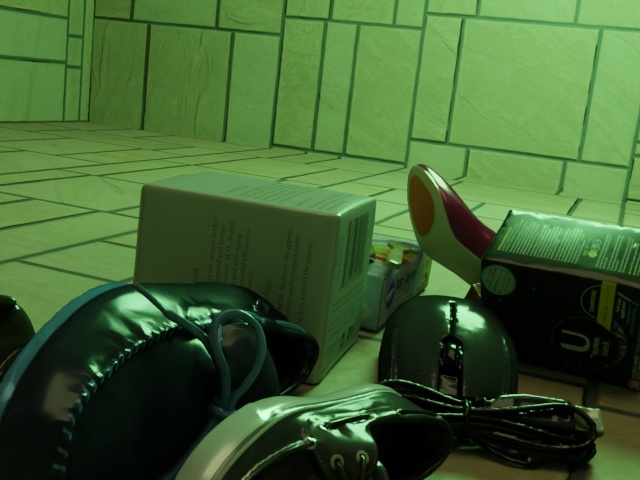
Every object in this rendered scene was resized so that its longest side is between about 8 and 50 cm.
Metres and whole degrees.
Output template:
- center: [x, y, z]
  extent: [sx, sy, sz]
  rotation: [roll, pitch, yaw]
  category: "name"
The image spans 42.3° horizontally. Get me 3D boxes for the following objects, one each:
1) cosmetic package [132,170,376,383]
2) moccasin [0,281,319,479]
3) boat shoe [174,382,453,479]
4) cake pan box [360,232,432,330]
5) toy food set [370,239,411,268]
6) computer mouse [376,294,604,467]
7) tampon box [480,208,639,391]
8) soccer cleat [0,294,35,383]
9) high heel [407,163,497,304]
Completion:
- center: [-0.059, 0.025, 0.780]
  extent: [0.184, 0.151, 0.151]
  rotation: [10, 11, 15]
  category: "cosmetic package"
- center: [-0.077, 0.082, 0.530]
  extent: [0.117, 0.137, 0.342]
  rotation: [13, 13, 12]
  category: "moccasin"
- center: [0.010, 0.135, 0.479]
  extent: [0.076, 0.080, 0.228]
  rotation: [12, 5, 32]
  category: "boat shoe"
- center: [-0.015, 0.028, 1.016]
  extent: [0.267, 0.070, 0.246]
  rotation: [11, 10, 20]
  category: "cake pan box"
- center: [0.000, 0.000, 0.909]
  extent: [0.192, 0.038, 0.132]
  rotation: [21, 14, 6]
  category: "toy food set"
- center: [0.119, 0.099, 0.715]
  extent: [0.189, 0.072, 0.272]
  rotation: [6, 11, 1]
  category: "computer mouse"
- center: [0.248, 0.055, 0.814]
  extent: [0.161, 0.120, 0.101]
  rotation: [11, 36, 26]
  category: "tampon box"
- center: [-0.312, 0.100, 0.496]
  extent: [0.121, 0.093, 0.289]
  rotation: [-24, -6, 39]
  category: "soccer cleat"
- center: [0.194, -0.001, 0.995]
  extent: [0.117, 0.082, 0.244]
  rotation: [-7, 49, -26]
  category: "high heel"
